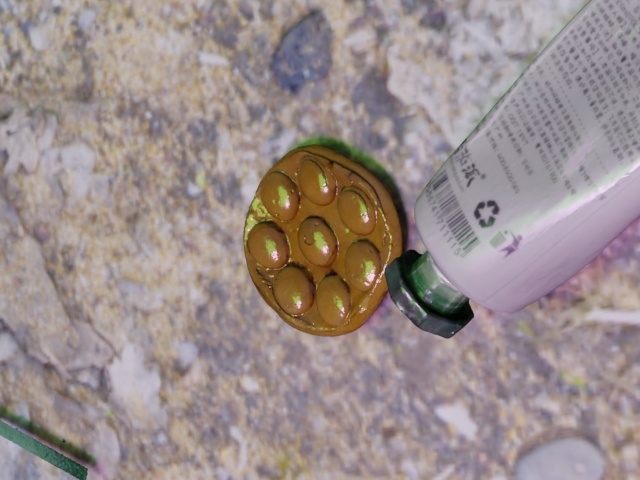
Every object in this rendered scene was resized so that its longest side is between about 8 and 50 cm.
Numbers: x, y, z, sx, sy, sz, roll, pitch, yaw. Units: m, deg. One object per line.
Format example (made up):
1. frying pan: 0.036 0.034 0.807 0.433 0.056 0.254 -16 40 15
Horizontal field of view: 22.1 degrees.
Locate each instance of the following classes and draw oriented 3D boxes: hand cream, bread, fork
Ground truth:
1. hand cream: 0.153 -0.075 0.768 0.336 0.076 0.121 -47 46 29
2. bread: 0.000 0.000 0.921 0.110 0.024 0.110 3 96 36
3. fork: -0.235 0.117 1.116 0.235 0.021 0.039 21 111 33
